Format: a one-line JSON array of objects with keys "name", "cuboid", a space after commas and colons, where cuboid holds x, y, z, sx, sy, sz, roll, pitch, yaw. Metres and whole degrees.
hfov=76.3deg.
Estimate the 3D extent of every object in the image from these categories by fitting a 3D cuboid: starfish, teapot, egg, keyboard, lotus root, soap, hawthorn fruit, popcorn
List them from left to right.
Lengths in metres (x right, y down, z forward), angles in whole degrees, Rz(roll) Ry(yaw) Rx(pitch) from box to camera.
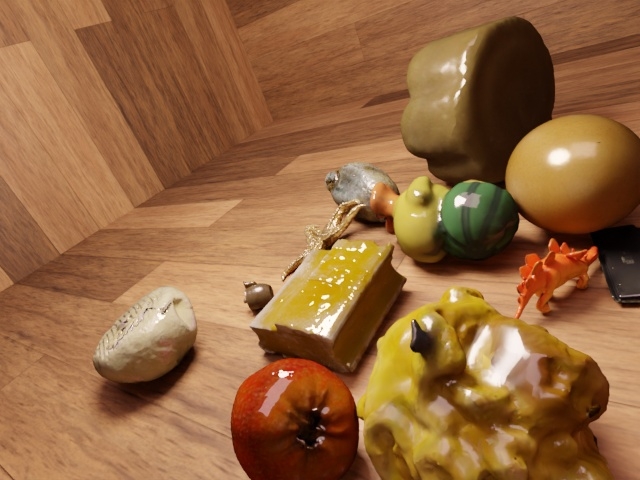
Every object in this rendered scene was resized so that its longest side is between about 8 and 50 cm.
[{"name": "teapot", "cuboid": [-0.167, 0.136, 1.095, 0.080, 0.085, 0.110, -18, 7, 5]}, {"name": "hawthorn fruit", "cuboid": [-0.053, 0.280, 0.643, 0.196, 0.196, 0.225, -37, 6, -28]}, {"name": "starfish", "cuboid": [0.003, 0.003, 1.186, 0.302, 0.060, 0.299, -53, 19, -26]}, {"name": "soap", "cuboid": [0.016, 0.133, 0.904, 0.259, 0.143, 0.281, -2, 38, 39]}, {"name": "lotus root", "cuboid": [0.146, -0.150, 1.292, 0.175, 0.175, 0.349, -29, 35, -14]}, {"name": "popcorn", "cuboid": [0.190, 0.190, 0.534, 0.316, 0.281, 0.297, -17, 41, 37]}, {"name": "egg", "cuboid": [0.532, -0.137, 0.859, 0.250, 0.250, 0.322, -16, 5, 12]}, {"name": "keyboard", "cuboid": [0.581, 0.039, 0.767, 0.094, 0.025, 0.230, -9, 29, 28]}]

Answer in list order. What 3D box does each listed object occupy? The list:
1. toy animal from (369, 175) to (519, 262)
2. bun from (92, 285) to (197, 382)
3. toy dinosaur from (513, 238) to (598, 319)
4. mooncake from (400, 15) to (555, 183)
[{"name": "toy animal", "cuboid": [0.284, -0.039, 0.964, 0.338, 0.216, 0.191, 7, 65, 38]}, {"name": "bun", "cuboid": [-0.417, 0.239, 0.995, 0.273, 0.168, 0.273, -29, 24, 15]}, {"name": "toy dinosaur", "cuboid": [0.414, 0.062, 0.739, 0.288, 0.117, 0.070, -25, 27, -20]}, {"name": "mooncake", "cuboid": [0.471, -0.400, 1.216, 0.467, 0.467, 0.262, -34, 22, -22]}]
